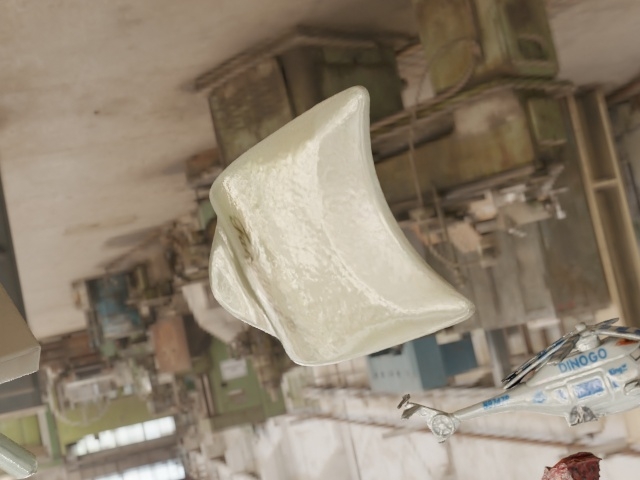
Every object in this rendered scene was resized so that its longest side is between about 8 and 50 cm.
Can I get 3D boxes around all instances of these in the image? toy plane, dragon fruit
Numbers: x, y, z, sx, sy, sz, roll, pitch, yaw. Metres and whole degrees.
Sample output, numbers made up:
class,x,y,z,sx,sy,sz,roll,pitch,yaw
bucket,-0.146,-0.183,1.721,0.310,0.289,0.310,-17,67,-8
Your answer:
class,x,y,z,sx,sy,sz,roll,pitch,yaw
toy plane,0.219,0.156,0.998,0.273,0.107,0.182,-23,178,0
dragon fruit,0.335,0.355,1.422,0.063,0.097,0.131,17,149,-20

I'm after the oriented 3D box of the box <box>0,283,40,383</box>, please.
class,x,y,z,sx,sy,sz,roll,pitch,yaw
box,-0.516,0.117,1.081,0.365,0.204,0.051,-18,143,-35

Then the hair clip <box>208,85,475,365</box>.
class,x,y,z,sx,sy,sz,roll,pitch,yaw
hair clip,-0.014,0.008,0.767,0.113,0.172,0.282,-27,-178,-15

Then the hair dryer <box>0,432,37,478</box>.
class,x,y,z,sx,sy,sz,roll,pitch,yaw
hair dryer,-0.277,0.157,0.785,0.047,0.082,0.137,-1,144,45
